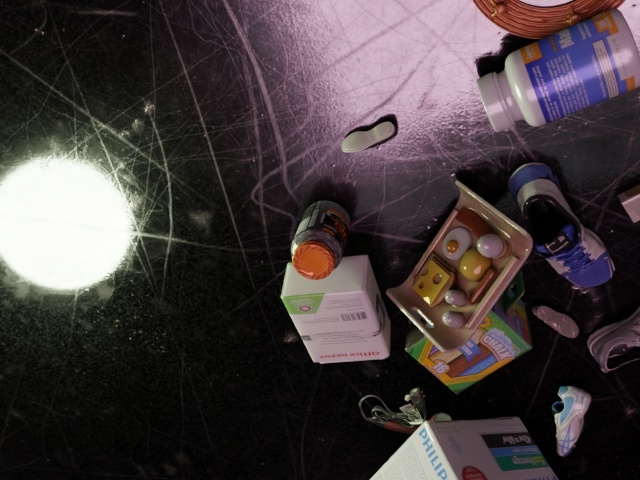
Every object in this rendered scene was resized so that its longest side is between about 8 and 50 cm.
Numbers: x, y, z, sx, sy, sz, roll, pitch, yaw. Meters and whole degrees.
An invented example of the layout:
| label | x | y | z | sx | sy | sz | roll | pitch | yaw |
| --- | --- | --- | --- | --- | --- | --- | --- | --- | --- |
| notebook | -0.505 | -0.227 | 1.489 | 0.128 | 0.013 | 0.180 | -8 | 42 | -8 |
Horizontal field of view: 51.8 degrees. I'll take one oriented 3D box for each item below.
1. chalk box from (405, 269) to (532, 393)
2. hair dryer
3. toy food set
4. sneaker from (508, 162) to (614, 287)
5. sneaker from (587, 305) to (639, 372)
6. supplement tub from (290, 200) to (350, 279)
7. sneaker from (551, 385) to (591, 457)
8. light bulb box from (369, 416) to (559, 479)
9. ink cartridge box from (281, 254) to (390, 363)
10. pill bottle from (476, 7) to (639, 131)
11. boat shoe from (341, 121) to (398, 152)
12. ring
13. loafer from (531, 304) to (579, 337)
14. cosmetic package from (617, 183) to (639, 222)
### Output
| label | x | y | z | sx | sy | sz | roll | pitch | yaw |
| --- | --- | --- | --- | --- | --- | --- | --- | --- | --- |
| chalk box | 0.365 | 0.182 | 1.529 | 0.179 | 0.180 | 0.289 | 42 | 121 | -14 |
| hair dryer | 0.266 | 0.514 | 1.829 | 0.224 | 0.080 | 0.293 | -22 | 111 | 41 |
| toy food set | 0.283 | 0.053 | 1.407 | 0.092 | 0.220 | 0.306 | 16 | 112 | -43 |
| sneaker | 0.503 | 0.002 | 1.391 | 0.128 | 0.182 | 0.315 | -30 | 111 | 27 |
| sneaker | 0.753 | 0.217 | 1.509 | 0.105 | 0.115 | 0.281 | 38 | 120 | -12 |
| supplement tub | 0.000 | 0.000 | 1.484 | 0.117 | 0.190 | 0.116 | 5 | 122 | 8 |
| sneaker | 0.641 | 0.468 | 1.714 | 0.086 | 0.085 | 0.237 | 20 | 130 | 30 |
| light bulb box | 0.349 | 0.651 | 1.703 | 0.358 | 0.225 | 0.361 | 9 | 129 | -34 |
| ink cartridge box | 0.045 | 0.171 | 1.585 | 0.199 | 0.114 | 0.272 | -6 | 136 | 15 |
| pill bottle | 0.440 | -0.306 | 1.235 | 0.272 | 0.152 | 0.152 | -20 | 115 | 21 |
| boat shoe | 0.107 | -0.219 | 1.421 | 0.125 | 0.038 | 0.046 | -23 | 71 | 22 |
| ring | 0.420 | -0.527 | 1.177 | 0.337 | 0.032 | 0.336 | 6 | 122 | 9 |
| loafer | 0.563 | 0.190 | 1.583 | 0.125 | 0.039 | 0.045 | 32 | 88 | -12 |
| cosmetic package | 0.693 | -0.093 | 1.378 | 0.115 | 0.041 | 0.060 | -30 | 111 | 25 |
